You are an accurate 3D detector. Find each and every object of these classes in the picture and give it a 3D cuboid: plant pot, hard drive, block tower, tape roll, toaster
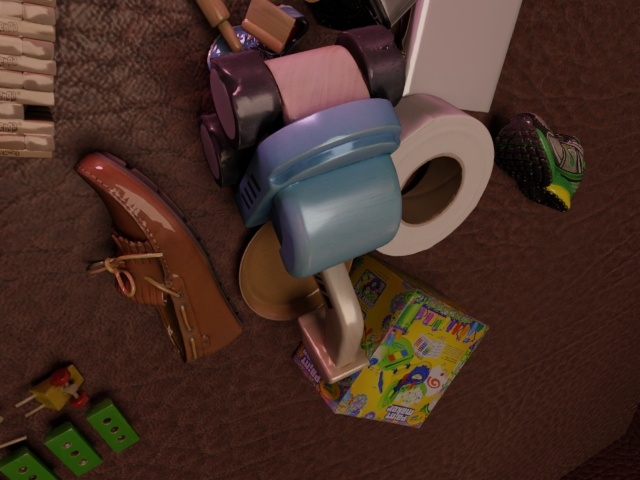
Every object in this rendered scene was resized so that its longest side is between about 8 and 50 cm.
[{"bbox_3d":[-0.044,0.038,0.882,0.236,0.032,0.236,-16,123,-26],"label":"plant pot"},{"bbox_3d":[0.255,-0.411,0.826,0.233,0.047,0.353,-4,116,-32],"label":"hard drive"},{"bbox_3d":[-0.328,-0.254,0.499,0.097,0.091,0.335,-4,117,-33],"label":"block tower"},{"bbox_3d":[0.171,-0.113,0.867,0.286,0.100,0.286,-18,133,-20],"label":"tape roll"},{"bbox_3d":[0.044,-0.365,0.632,0.110,0.168,0.185,-45,129,-7],"label":"toaster"}]

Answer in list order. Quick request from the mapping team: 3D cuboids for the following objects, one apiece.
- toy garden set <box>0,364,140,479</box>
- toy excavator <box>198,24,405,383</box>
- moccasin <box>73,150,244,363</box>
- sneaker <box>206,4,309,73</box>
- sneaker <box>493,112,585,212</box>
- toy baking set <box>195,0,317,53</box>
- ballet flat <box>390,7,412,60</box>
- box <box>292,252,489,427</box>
[{"bbox_3d":[-0.448,0.313,0.756,0.244,0.049,0.203,-28,128,-17],"label":"toy garden set"},{"bbox_3d":[0.000,0.000,0.700,0.222,0.433,0.445,-19,84,-20],"label":"toy excavator"},{"bbox_3d":[-0.243,0.044,0.698,0.147,0.139,0.380,-38,139,-22],"label":"moccasin"},{"bbox_3d":[-0.084,-0.272,0.660,0.162,0.073,0.063,-39,129,-9],"label":"sneaker"},{"bbox_3d":[0.495,-0.193,1.067,0.343,0.134,0.146,27,91,-49],"label":"sneaker"},{"bbox_3d":[-0.093,-0.354,0.557,0.197,0.030,0.256,-25,112,31],"label":"toy baking set"},{"bbox_3d":[0.121,-0.383,0.745,0.084,0.058,0.249,-8,119,-31],"label":"ballet flat"},{"bbox_3d":[0.151,0.216,1.012,0.290,0.177,0.279,28,97,-40],"label":"box"}]
